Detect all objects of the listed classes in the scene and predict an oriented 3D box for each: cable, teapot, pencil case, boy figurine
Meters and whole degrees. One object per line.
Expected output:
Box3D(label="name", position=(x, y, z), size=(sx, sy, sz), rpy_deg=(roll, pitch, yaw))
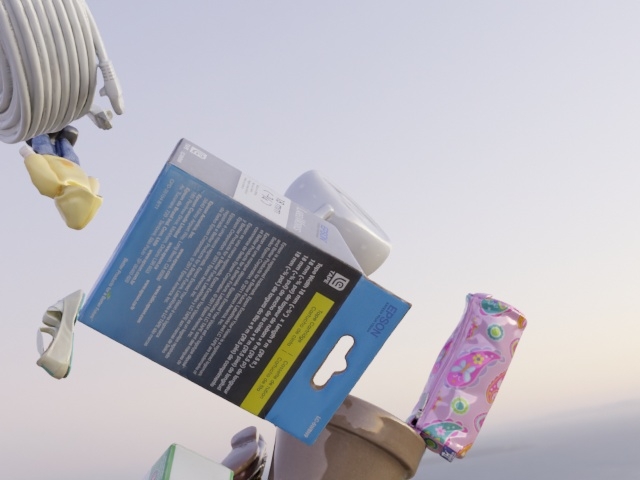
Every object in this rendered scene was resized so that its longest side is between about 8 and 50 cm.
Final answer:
Box3D(label="cable", position=(-0.306, -0.213, 1.002), size=(0.089, 0.257, 0.257), rpy_deg=(-34, 32, -31))
Box3D(label="teapot", position=(0.000, 0.000, 2.097), size=(0.187, 0.252, 0.256), rpy_deg=(-45, -60, 7))
Box3D(label="pencil case", position=(0.244, 0.230, 1.848), size=(0.124, 0.284, 0.124), rpy_deg=(28, -10, 5))
Box3D(label="boy figurine", position=(-0.493, -0.128, 2.085), size=(0.177, 0.285, 0.092), rpy_deg=(29, -72, -39))

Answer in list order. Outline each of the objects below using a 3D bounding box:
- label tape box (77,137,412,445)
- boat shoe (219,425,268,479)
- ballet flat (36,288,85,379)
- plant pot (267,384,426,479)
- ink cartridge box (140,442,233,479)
Box3D(label="label tape box", position=(-0.091, 0.067, 1.346), size=(0.334, 0.240, 0.106), rpy_deg=(30, 20, -10))
Box3D(label="boat shoe", position=(-0.123, 0.386, 1.883), size=(0.073, 0.073, 0.207), rpy_deg=(-22, 7, 9))
Box3D(label="ballet flat", position=(-0.539, 0.179, 2.247), size=(0.086, 0.248, 0.086), rpy_deg=(-2, -53, -2))
Box3D(label="plant pot", position=(0.014, 0.393, 1.786), size=(0.263, 0.229, 0.263), rpy_deg=(19, -23, 9))
Box3D(label="ink cartridge box", position=(-0.192, 0.357, 1.238), size=(0.087, 0.153, 0.208), rpy_deg=(29, -56, -18))
